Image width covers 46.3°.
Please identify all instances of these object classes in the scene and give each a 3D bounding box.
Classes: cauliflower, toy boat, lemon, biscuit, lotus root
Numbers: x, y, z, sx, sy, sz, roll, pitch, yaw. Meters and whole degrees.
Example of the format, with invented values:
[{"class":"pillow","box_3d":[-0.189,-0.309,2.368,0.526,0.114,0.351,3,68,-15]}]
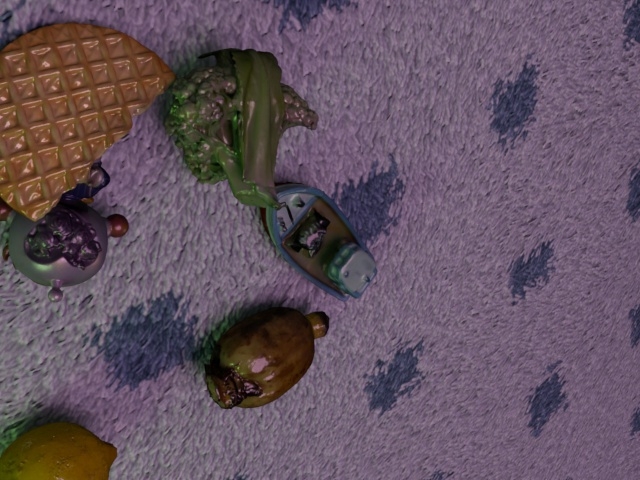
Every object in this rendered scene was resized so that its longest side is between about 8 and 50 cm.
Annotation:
[{"class":"cauliflower","box_3d":[-0.124,-0.153,1.168,0.239,0.315,0.256,-21,161,9]},{"class":"toy boat","box_3d":[0.000,0.000,1.428,0.145,0.133,0.332,-51,131,-8]},{"class":"lemon","box_3d":[-0.435,0.385,1.228,0.206,0.173,0.173,-17,119,-27]},{"class":"biscuit","box_3d":[-0.366,-0.195,1.052,0.204,0.040,0.309,43,70,-12]},{"class":"lotus root","box_3d":[-0.104,0.220,1.439,0.314,0.141,0.169,-27,127,-38]}]

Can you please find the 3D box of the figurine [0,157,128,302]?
[{"class":"figurine","box_3d":[-0.368,-0.057,1.117,0.194,0.133,0.274,34,84,-28]}]
